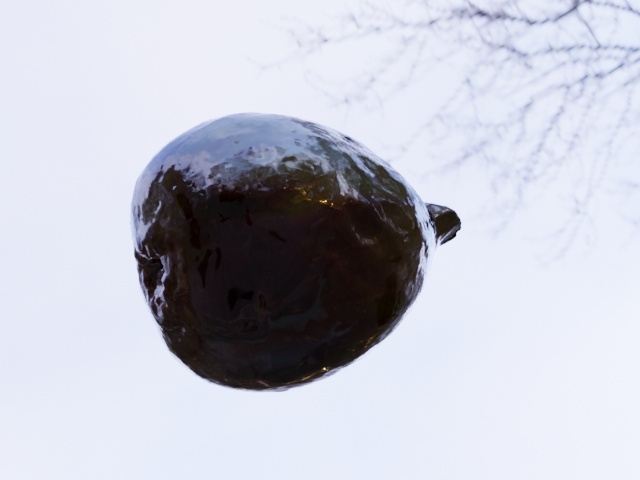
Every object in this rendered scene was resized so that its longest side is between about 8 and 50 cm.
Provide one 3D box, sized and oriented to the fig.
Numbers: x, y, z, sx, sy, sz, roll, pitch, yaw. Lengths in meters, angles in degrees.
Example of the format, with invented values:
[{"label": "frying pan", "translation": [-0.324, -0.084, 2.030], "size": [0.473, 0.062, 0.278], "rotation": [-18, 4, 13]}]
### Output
[{"label": "fig", "translation": [0.000, 0.000, 0.577], "size": [0.154, 0.103, 0.109], "rotation": [-17, -44, -35]}]
